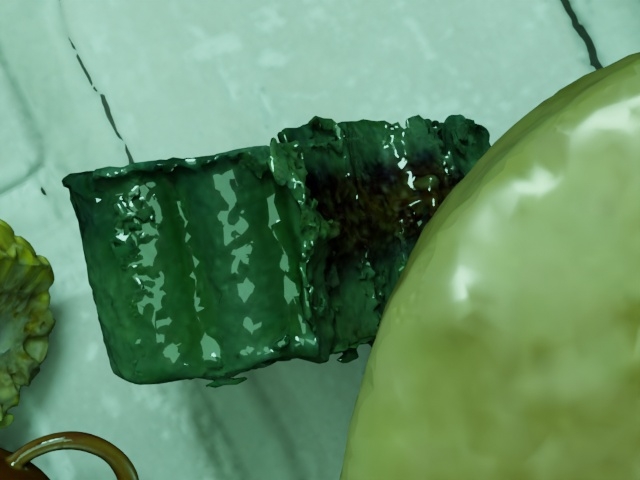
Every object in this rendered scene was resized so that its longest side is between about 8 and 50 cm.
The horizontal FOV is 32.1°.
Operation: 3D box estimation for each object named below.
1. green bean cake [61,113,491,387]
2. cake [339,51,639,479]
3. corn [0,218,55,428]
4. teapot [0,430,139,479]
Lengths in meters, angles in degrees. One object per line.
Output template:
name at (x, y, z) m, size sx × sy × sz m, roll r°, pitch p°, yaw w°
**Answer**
green bean cake at (0.000, 0.000, 0.501) m, size 0.193 × 0.208 × 0.107 m, roll -8°, pitch 90°, yaw 1°
cake at (0.172, 0.080, 0.441) m, size 0.332 × 0.321 × 0.333 m, roll 0°, pitch 93°, yaw 6°
corn at (-0.323, -0.008, 0.531) m, size 0.387 × 0.144 × 0.144 m, roll 16°, pitch 87°, yaw 1°
teapot at (-0.161, 0.163, 0.544) m, size 0.173 × 0.116 × 0.116 m, roll -40°, pitch 88°, yaw -4°
